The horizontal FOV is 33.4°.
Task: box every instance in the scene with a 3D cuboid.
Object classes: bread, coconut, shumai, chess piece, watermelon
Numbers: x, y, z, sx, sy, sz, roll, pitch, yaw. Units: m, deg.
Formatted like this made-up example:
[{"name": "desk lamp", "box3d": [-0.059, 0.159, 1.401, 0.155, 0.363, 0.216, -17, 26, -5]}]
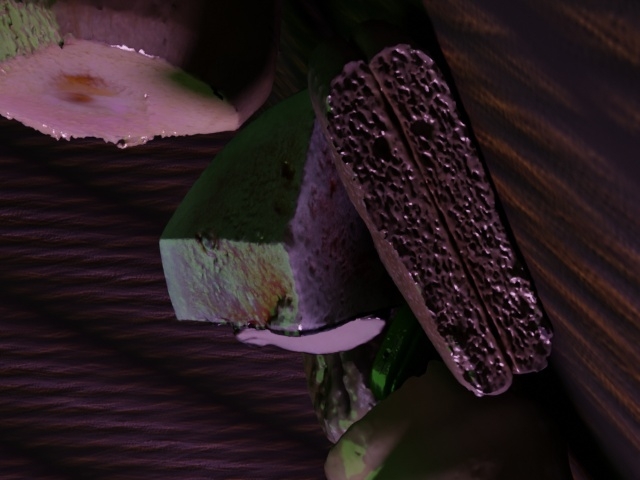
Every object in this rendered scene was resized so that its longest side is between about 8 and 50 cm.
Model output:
[{"name": "bread", "box3d": [0.086, -0.031, 0.916, 0.337, 0.102, 0.183, 63, 179, -20]}, {"name": "coconut", "box3d": [-0.234, -0.323, 1.239, 0.405, 0.404, 0.404, 63, 176, 9]}, {"name": "shumai", "box3d": [0.025, 0.155, 1.446, 0.261, 0.222, 0.225, -80, 14, -48]}, {"name": "chess piece", "box3d": [0.200, 0.334, 0.957, 0.442, 0.234, 0.234, 58, 174, 26]}, {"name": "watermelon", "box3d": [0.005, -0.009, 1.032, 0.214, 0.319, 0.290, -90, 9, -55]}]

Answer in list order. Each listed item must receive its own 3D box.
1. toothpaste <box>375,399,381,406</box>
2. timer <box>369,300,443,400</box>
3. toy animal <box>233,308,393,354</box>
[{"name": "toothpaste", "box3d": [0.119, 0.155, 1.149, 0.031, 0.204, 0.049, -31, 85, 49]}, {"name": "timer", "box3d": [0.112, 0.107, 1.059, 0.047, 0.128, 0.140, 35, -162, 34]}, {"name": "toy animal", "box3d": [0.007, -0.004, 1.315, 0.212, 0.212, 0.267, 69, -150, -52]}]
